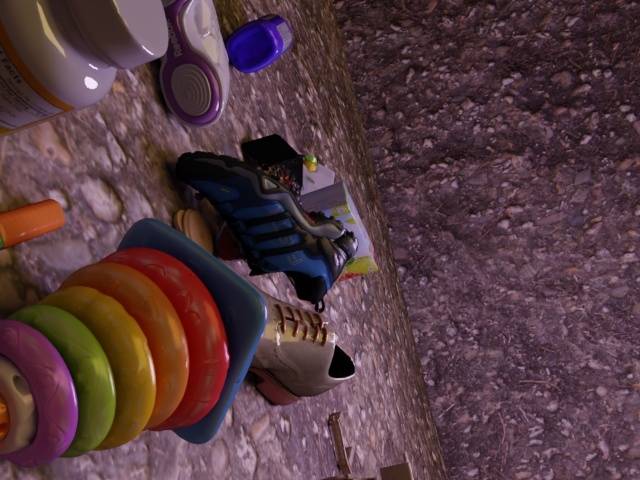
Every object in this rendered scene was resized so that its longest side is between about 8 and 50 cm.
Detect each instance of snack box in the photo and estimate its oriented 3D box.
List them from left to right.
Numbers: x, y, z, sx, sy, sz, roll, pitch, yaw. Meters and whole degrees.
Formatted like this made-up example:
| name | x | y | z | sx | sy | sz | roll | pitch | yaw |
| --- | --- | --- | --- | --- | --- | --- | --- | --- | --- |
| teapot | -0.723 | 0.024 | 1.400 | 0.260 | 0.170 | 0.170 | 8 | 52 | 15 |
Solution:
| name | x | y | z | sx | sy | sz | roll | pitch | yaw |
| --- | --- | --- | --- | --- | --- | --- | --- | --- | --- |
| snack box | 0.000 | 0.000 | 1.322 | 0.070 | 0.174 | 0.207 | -97 | 164 | -45 |

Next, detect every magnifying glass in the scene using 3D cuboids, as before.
| name | x | y | z | sx | sy | sz | roll | pitch | yaw |
| --- | --- | --- | --- | --- | --- | --- | --- | --- | --- |
| magnifying glass | -0.269 | 0.001 | 0.518 | 0.231 | 0.026 | 0.092 | -55 | 128 | -75 |

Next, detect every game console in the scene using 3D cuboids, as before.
| name | x | y | z | sx | sy | sz | roll | pitch | yaw |
| --- | --- | --- | --- | --- | --- | --- | --- | --- | --- |
| game console | -0.094 | -0.146 | 1.336 | 0.122 | 0.071 | 0.107 | -29 | 127 | -51 |

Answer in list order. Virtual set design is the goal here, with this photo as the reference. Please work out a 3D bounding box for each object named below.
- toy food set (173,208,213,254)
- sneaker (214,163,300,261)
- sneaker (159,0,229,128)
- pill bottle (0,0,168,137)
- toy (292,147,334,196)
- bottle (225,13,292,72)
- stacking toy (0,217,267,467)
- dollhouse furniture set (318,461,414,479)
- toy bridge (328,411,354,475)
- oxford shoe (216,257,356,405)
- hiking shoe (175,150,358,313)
| name | x | y | z | sx | sy | sz | roll | pitch | yaw |
| --- | --- | --- | --- | --- | --- | --- | --- | --- | --- |
| toy food set | -0.174 | -0.004 | 0.935 | 0.083 | 0.020 | 0.083 | -21 | 95 | -78 |
| sneaker | -0.110 | -0.034 | 1.099 | 0.088 | 0.092 | 0.225 | 52 | 37 | -15 |
| sneaker | -0.209 | -0.321 | 1.015 | 0.152 | 0.114 | 0.305 | -77 | 157 | -79 |
| pill bottle | -0.220 | -0.138 | 0.473 | 0.117 | 0.208 | 0.118 | -16 | 90 | -77 |
| toy | -0.039 | -0.101 | 1.485 | 0.137 | 0.056 | 0.237 | 28 | 40 | -20 |
| bottle | -0.121 | -0.433 | 1.456 | 0.092 | 0.118 | 0.283 | 60 | 16 | -17 |
| stacking toy | -0.194 | 0.104 | 0.493 | 0.302 | 0.165 | 0.175 | -23 | 141 | -60 |
| dollhouse furniture set | 0.097 | 0.495 | 1.169 | 0.101 | 0.161 | 0.182 | 47 | 29 | -64 |
| toy bridge | 0.052 | 0.438 | 1.354 | 0.063 | 0.026 | 0.188 | -55 | 128 | -72 |
| oxford shoe | -0.062 | 0.122 | 0.972 | 0.397 | 0.146 | 0.141 | 53 | 26 | -56 |
| hiking shoe | -0.084 | -0.016 | 0.971 | 0.304 | 0.113 | 0.132 | 31 | 76 | -19 |
